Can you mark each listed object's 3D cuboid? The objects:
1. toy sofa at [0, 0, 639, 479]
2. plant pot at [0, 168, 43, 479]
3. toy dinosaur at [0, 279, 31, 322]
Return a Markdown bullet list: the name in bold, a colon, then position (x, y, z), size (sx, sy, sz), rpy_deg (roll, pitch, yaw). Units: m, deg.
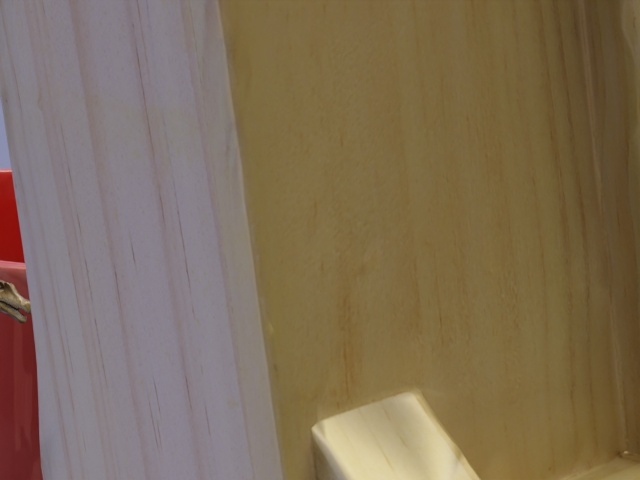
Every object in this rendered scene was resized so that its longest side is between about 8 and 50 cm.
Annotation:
- **toy sofa**: position (0.005, -0.077, 0.493), size (0.150, 0.177, 0.362), rpy_deg (-15, -78, -37)
- **plant pot**: position (-0.205, 0.094, 1.299), size (0.275, 0.275, 0.243), rpy_deg (-12, -67, -47)
- **toy dinosaur**: position (-0.265, 0.035, 1.012), size (0.183, 0.053, 0.092), rpy_deg (18, -91, -32)
